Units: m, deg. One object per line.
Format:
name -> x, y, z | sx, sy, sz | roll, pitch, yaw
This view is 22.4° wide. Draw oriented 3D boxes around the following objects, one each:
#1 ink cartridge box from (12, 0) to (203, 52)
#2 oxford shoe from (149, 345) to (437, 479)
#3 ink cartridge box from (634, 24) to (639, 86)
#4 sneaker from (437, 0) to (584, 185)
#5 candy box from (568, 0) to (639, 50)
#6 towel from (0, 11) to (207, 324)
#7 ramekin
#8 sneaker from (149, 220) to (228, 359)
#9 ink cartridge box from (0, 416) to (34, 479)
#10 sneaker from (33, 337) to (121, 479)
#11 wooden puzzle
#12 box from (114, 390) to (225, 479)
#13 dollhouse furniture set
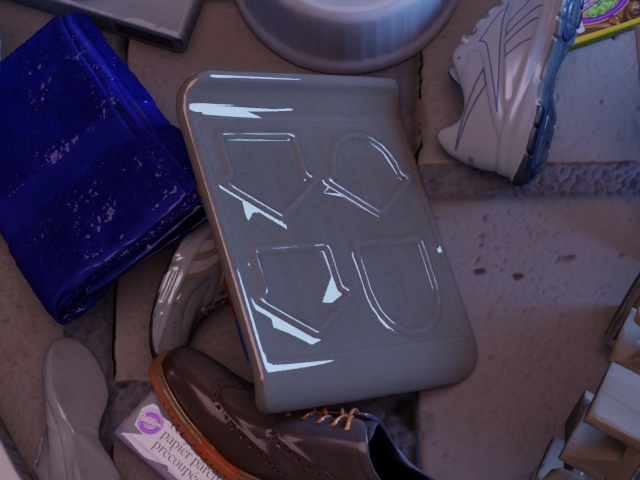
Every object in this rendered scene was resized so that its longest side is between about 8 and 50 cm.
ink cartridge box -> -0.248, -0.368, 1.860 | 0.275, 0.060, 0.239 | 17, 78, 4
oxford shoe -> -0.009, 0.206, 1.666 | 0.363, 0.130, 0.133 | 35, 114, -1
ink cartridge box -> 0.477, -0.110, 1.705 | 0.261, 0.066, 0.296 | 1, 120, 21
sneaker -> 0.211, -0.215, 1.783 | 0.129, 0.111, 0.297 | 15, 85, 20
candy box -> 0.329, -0.287, 1.855 | 0.206, 0.027, 0.105 | -19, 76, -4
towel -> -0.270, -0.089, 1.735 | 0.227, 0.076, 0.308 | -37, 62, -2
ramekin -> 0.030, -0.338, 1.813 | 0.277, 0.135, 0.277 | 0, 77, 0
sneaker -> -0.099, 0.024, 1.749 | 0.121, 0.099, 0.262 | 23, 80, -2
ink cartridge box -> -0.356, 0.222, 1.689 | 0.067, 0.115, 0.198 | -28, 79, -7
sneaker -> -0.274, 0.209, 1.719 | 0.094, 0.080, 0.212 | -35, 56, 36
wooden puzzle -> 0.000, 0.000, 1.694 | 0.322, 0.080, 0.348 | -4, 75, -44
box -> -0.075, 0.287, 1.699 | 0.324, 0.067, 0.063 | 40, 80, 8
dollhouse furniture set -> 0.373, 0.203, 1.582 | 0.256, 0.362, 0.394 | 28, 48, 8
